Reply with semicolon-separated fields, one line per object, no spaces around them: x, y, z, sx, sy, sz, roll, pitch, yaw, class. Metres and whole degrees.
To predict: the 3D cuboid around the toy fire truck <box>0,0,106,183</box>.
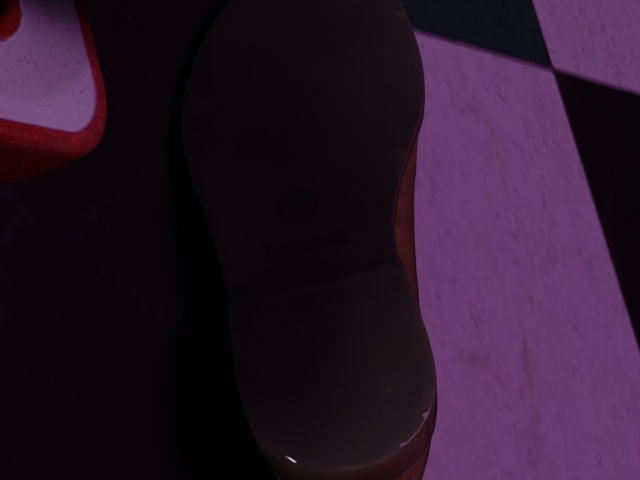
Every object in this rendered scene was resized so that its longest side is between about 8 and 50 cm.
-0.169;-0.169;0.557;0.254;0.169;0.302;9;63;-54;toy fire truck

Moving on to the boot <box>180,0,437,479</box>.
0.000;0.000;0.816;0.115;0.112;0.305;78;7;-53;boot
